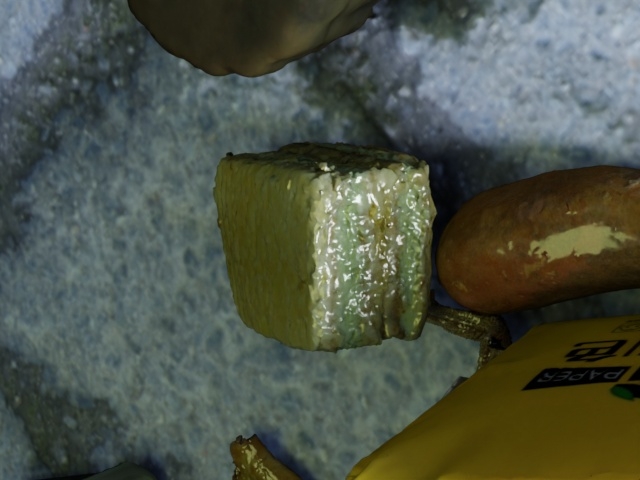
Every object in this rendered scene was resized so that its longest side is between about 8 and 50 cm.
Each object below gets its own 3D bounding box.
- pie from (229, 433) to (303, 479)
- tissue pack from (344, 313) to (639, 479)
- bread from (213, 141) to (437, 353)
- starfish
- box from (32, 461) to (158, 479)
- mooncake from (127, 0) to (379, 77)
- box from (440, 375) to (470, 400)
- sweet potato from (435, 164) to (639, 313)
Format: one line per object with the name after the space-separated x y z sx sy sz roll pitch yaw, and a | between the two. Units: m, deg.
-0.016 0.226 1.435 0.170 0.034 0.092 41 120 13 | pie
0.250 0.171 1.057 0.381 0.293 0.228 -4 105 34 | tissue pack
0.000 0.000 1.298 0.196 0.102 0.138 -169 78 -65 | bread
0.119 0.074 1.272 0.133 0.041 0.130 54 167 5 | starfish
-0.208 0.330 1.544 0.178 0.138 0.274 -7 95 42 | box
-0.042 -0.233 1.285 0.228 0.124 0.228 13 112 37 | mooncake
0.052 0.268 1.261 0.047 0.180 0.325 24 128 19 | box
0.196 -0.001 1.190 0.291 0.097 0.097 -4 99 35 | sweet potato
